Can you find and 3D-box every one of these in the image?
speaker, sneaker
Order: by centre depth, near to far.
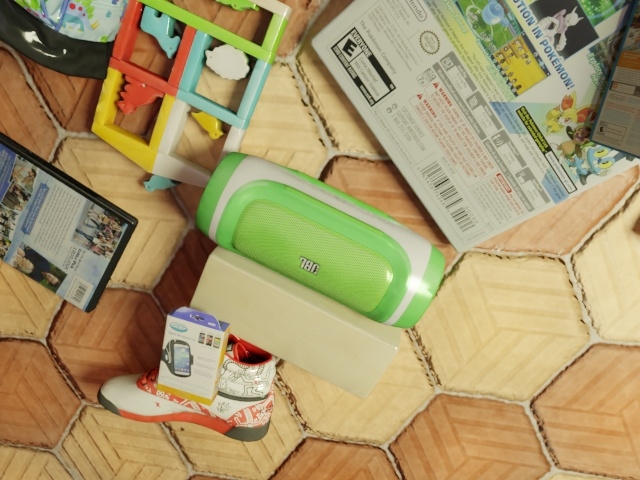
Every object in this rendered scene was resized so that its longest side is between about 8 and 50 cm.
[{"bbox_3d":[0.000,0.000,0.604,0.296,0.131,0.131,26,109,0],"label":"speaker"},{"bbox_3d":[-0.198,0.201,0.720,0.270,0.090,0.145,11,105,4],"label":"sneaker"}]

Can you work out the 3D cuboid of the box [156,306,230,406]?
[{"bbox_3d":[-0.170,0.150,0.639,0.081,0.028,0.136,16,107,4],"label":"box"}]

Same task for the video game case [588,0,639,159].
[{"bbox_3d":[0.316,-0.153,0.421,0.015,0.119,0.166,-6,119,-19],"label":"video game case"}]

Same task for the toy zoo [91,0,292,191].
[{"bbox_3d":[-0.180,-0.195,0.616,0.192,0.030,0.293,26,109,-1],"label":"toy zoo"}]

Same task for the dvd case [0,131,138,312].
[{"bbox_3d":[-0.417,-0.026,0.710,0.253,0.022,0.180,33,108,-3],"label":"dvd case"}]

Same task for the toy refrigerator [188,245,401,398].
[{"bbox_3d":[-0.031,0.099,0.660,0.269,0.094,0.102,26,116,0],"label":"toy refrigerator"}]

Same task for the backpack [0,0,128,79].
[{"bbox_3d":[-0.288,-0.394,0.461,0.290,0.273,0.355,39,102,-3],"label":"backpack"}]

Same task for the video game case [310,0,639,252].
[{"bbox_3d":[0.196,-0.183,0.531,0.300,0.036,0.329,-32,101,30],"label":"video game case"}]
